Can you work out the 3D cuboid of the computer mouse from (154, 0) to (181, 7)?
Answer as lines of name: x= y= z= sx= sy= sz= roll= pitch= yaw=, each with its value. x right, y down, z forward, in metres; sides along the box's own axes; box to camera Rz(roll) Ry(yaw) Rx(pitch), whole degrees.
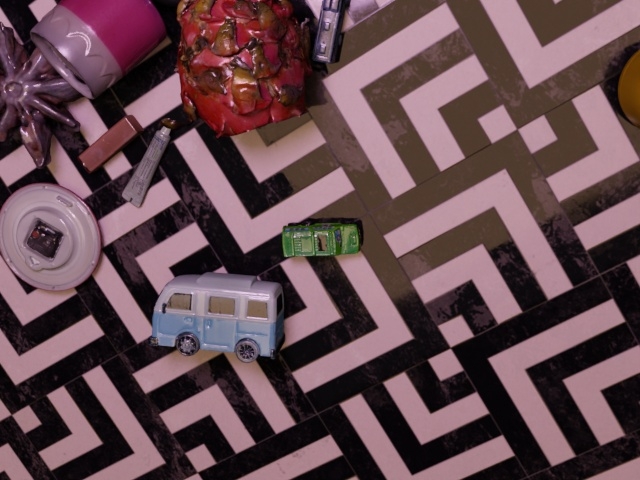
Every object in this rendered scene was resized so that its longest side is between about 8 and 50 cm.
computer mouse: x=-0.343 y=-0.536 z=1.491 sx=0.086 sy=0.137 sz=0.269 roll=-37 pitch=97 yaw=11

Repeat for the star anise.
star anise: x=-0.603 y=-0.322 z=1.606 sx=0.316 sy=0.139 sz=0.359 roll=-9 pitch=95 yaw=-4

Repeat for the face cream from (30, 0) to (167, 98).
face cream: x=-0.417 y=-0.390 z=1.487 sx=0.175 sy=0.175 sz=0.195 roll=44 pitch=77 yaw=-3

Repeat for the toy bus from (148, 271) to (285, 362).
toy bus: x=-0.214 y=0.152 z=1.652 sx=0.271 sy=0.133 sz=0.164 roll=5 pitch=100 yaw=6

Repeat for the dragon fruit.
dragon fruit: x=-0.157 y=-0.344 z=1.457 sx=0.269 sy=0.250 sz=0.291 roll=-11 pitch=106 yaw=33

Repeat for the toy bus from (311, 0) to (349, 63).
toy bus: x=0.020 y=-0.419 z=1.492 sx=0.047 sy=0.065 sz=0.166 roll=13 pitch=108 yaw=8

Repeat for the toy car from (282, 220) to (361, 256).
toy car: x=0.000 y=0.000 z=1.607 sx=0.165 sy=0.062 sz=0.071 roll=-2 pitch=104 yaw=11

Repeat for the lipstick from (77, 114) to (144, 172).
lipstick: x=-0.438 y=-0.201 z=1.643 sx=0.145 sy=0.045 sz=0.045 roll=-36 pitch=94 yaw=17

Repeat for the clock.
clock: x=-0.591 y=-0.007 z=1.717 sx=0.244 sy=0.056 sz=0.244 roll=3 pitch=106 yaw=10

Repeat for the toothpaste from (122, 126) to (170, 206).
toothpaste: x=-0.358 y=-0.160 z=1.649 sx=0.048 sy=0.029 sz=0.197 roll=33 pitch=111 yaw=3

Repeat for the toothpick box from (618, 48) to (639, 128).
toothpick box: x=0.611 y=-0.250 z=1.321 sx=0.175 sy=0.271 sz=0.175 roll=2 pitch=105 yaw=9
